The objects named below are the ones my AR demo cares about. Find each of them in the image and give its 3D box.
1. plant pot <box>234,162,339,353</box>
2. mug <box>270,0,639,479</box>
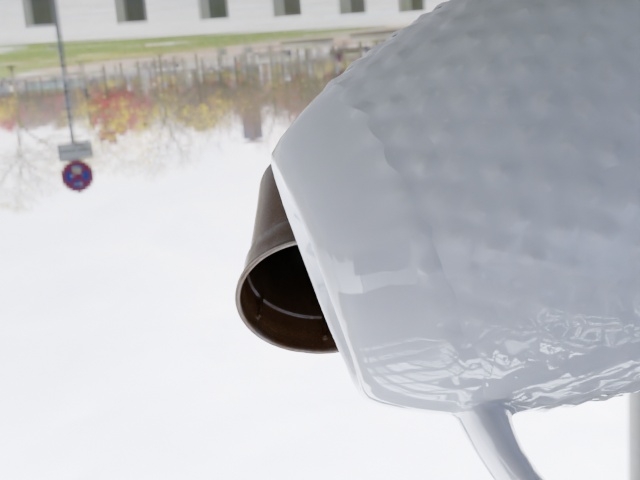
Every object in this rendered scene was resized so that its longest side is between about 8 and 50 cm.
[{"bbox_3d":[0.000,0.000,0.885,0.167,0.167,0.165,-4,-136,2],"label":"plant pot"},{"bbox_3d":[0.166,0.008,0.533,0.328,0.374,0.276,-20,160,-4],"label":"mug"}]
